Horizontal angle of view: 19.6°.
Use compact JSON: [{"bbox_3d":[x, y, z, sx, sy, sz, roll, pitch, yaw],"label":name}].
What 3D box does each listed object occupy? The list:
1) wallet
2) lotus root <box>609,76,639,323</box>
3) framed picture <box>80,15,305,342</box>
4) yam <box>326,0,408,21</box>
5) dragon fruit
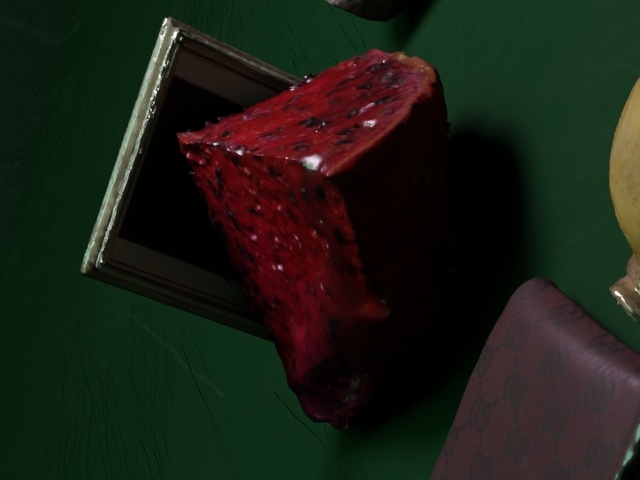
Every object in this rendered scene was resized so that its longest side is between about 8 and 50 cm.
[{"bbox_3d":[0.160,0.139,1.258,0.182,0.049,0.229,-67,23,8],"label":"wallet"},{"bbox_3d":[0.257,-0.077,1.088,0.303,0.131,0.146,-62,21,21],"label":"lotus root"},{"bbox_3d":[-0.051,-0.035,1.608,0.018,0.293,0.231,11,81,52],"label":"framed picture"},{"bbox_3d":[0.094,-0.346,1.753,0.280,0.131,0.131,-56,25,34],"label":"yam"},{"bbox_3d":[0.000,0.000,1.561,0.302,0.240,0.330,-48,-33,-52],"label":"dragon fruit"}]
